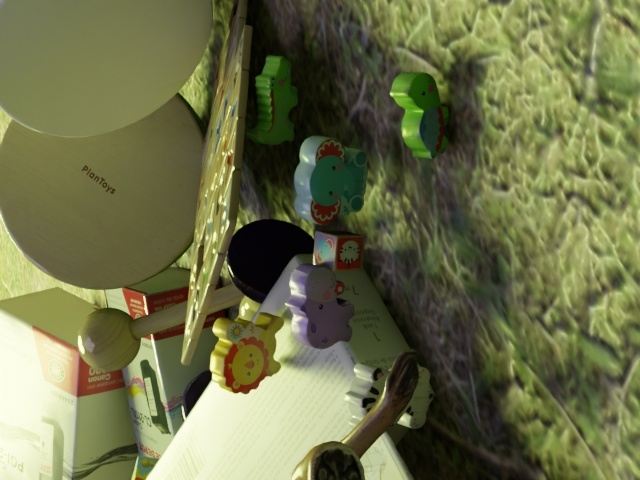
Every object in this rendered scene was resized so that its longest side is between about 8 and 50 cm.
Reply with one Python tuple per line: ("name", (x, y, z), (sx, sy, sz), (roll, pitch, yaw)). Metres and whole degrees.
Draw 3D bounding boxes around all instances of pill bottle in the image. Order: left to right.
("pill bottle", (-0.241, -0.271, 1.151), (0.408, 0.229, 0.229), (56, 150, 38))

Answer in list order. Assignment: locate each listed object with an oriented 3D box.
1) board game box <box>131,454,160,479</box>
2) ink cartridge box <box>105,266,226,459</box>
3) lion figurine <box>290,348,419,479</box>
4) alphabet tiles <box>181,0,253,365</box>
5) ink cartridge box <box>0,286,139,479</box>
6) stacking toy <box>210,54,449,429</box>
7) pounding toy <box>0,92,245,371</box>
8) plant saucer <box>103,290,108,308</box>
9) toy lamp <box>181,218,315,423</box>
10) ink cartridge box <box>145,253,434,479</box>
("board game box", (-0.098, 0.329, 1.148), (0.142, 0.144, 0.275), (110, 165, -53))
("ink cartridge box", (-0.127, 0.119, 1.314), (0.127, 0.072, 0.175), (7, 109, 65))
("lion figurine", (0.039, 0.275, 0.818), (0.240, 0.142, 0.392), (133, 135, -67))
("alphabet tiles", (-0.071, -0.060, 1.036), (0.198, 0.009, 0.237), (113, 163, -56))
("ink cartridge box", (-0.253, 0.176, 1.437), (0.158, 0.092, 0.218), (21, 113, 40))
("stacking toy", (0.000, 0.000, 0.895), (0.167, 0.052, 0.221), (13, 100, 52))
("pounding toy", (-0.156, -0.026, 1.227), (0.237, 0.183, 0.110), (65, -172, 6))
("plant saucer", (-0.176, 0.082, 1.460), (0.168, 0.029, 0.168), (46, 144, 49))
("toy lamp", (-0.061, 0.092, 1.143), (0.080, 0.080, 0.275), (61, 152, 30))
("ink cartridge box", (-0.008, 0.183, 1.002), (0.275, 0.060, 0.239), (-56, 51, 38))
